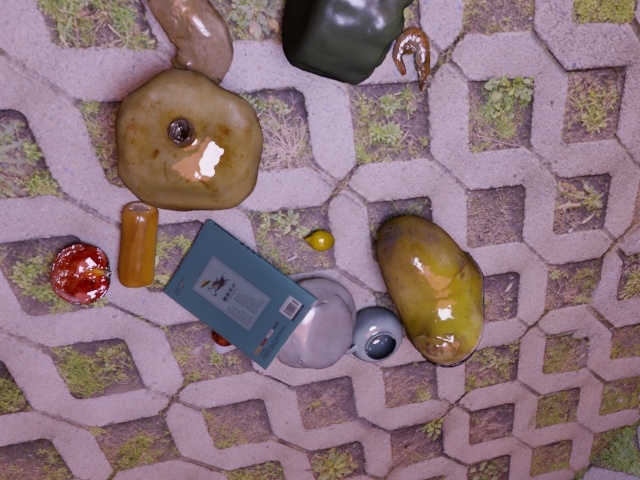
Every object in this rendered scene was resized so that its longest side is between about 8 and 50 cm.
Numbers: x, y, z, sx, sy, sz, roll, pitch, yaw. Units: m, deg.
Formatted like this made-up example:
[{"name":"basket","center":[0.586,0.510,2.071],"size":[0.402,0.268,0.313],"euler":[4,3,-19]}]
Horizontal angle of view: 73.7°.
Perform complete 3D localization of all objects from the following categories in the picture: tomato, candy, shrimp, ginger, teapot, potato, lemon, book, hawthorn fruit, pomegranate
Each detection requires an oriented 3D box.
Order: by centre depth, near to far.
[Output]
[{"name":"ginger","center":[-0.284,-0.465,0.935],"size":[0.152,0.138,0.267],"euler":[-19,122,1]},{"name":"pomegranate","center":[-0.289,-0.204,0.956],"size":[0.333,0.332,0.332],"euler":[-5,115,-12]},{"name":"shrimp","center":[0.241,-0.466,1.116],"size":[0.095,0.045,0.162],"euler":[-16,119,-6]},{"name":"tomato","center":[-0.625,0.088,1.127],"size":[0.139,0.091,0.159],"euler":[-4,88,-23]},{"name":"book","center":[-0.231,0.152,1.191],"size":[0.379,0.031,0.264],"euler":[37,102,4]},{"name":"potato","center":[0.274,0.125,1.231],"size":[0.296,0.290,0.397],"euler":[33,62,-31]},{"name":"lemon","center":[0.000,0.000,1.256],"size":[0.092,0.065,0.065],"euler":[5,112,-15]},{"name":"candy","center":[-0.030,0.249,1.297],"size":[0.295,0.185,0.295],"euler":[-4,102,-21]},{"name":"hawthorn fruit","center":[-0.282,0.287,1.315],"size":[0.093,0.081,0.081],"euler":[20,110,-52]},{"name":"teapot","center":[0.180,0.317,1.409],"size":[0.294,0.129,0.193],"euler":[-10,115,-10]}]

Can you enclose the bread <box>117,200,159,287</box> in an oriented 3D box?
[{"name":"bread","center":[-0.487,0.016,1.137],"size":[0.093,0.074,0.239],"euler":[8,111,-12]}]

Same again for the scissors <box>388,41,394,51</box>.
[{"name":"scissors","center":[0.141,-0.610,1.039],"size":[0.109,0.022,0.300],"euler":[-5,114,-16]}]

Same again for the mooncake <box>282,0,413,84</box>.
[{"name":"mooncake","center":[0.060,-0.515,0.879],"size":[0.194,0.356,0.356],"euler":[9,111,-24]}]
